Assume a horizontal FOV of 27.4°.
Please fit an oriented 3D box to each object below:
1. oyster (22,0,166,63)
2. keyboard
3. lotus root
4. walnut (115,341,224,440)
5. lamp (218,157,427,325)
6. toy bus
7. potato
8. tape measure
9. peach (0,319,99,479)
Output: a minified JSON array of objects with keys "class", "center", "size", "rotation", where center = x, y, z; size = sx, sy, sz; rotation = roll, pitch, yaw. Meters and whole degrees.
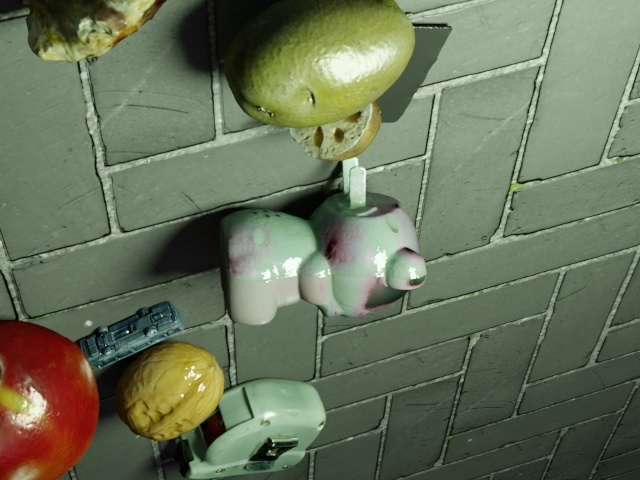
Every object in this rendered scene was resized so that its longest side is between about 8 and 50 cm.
[{"class":"oyster","center":[-0.208,-0.323,1.416],"size":[0.275,0.100,0.271],"rotation":[-14,134,-5]},{"class":"keyboard","center":[0.115,-0.232,1.842],"size":[0.074,0.015,0.196],"rotation":[0,143,-26]},{"class":"lotus root","center":[0.023,-0.162,1.797],"size":[0.122,0.112,0.081],"rotation":[-29,156,9]},{"class":"walnut","center":[-0.257,0.255,2.240],"size":[0.206,0.159,0.159],"rotation":[-31,149,25]},{"class":"lamp","center":[0.000,0.000,1.981],"size":[0.301,0.247,0.247],"rotation":[-4,107,-8]},{"class":"toy bus","center":[-0.308,0.156,2.153],"size":[0.166,0.047,0.065],"rotation":[-25,153,4]},{"class":"potato","center":[0.006,-0.231,1.639],"size":[0.251,0.159,0.174],"rotation":[-24,174,-13]},{"class":"tape measure","center":[-0.127,0.371,2.528],"size":[0.243,0.125,0.246],"rotation":[0,144,-33]},{"class":"peach","center":[-0.443,0.256,2.012],"size":[0.201,0.258,0.361],"rotation":[-24,147,15]}]
